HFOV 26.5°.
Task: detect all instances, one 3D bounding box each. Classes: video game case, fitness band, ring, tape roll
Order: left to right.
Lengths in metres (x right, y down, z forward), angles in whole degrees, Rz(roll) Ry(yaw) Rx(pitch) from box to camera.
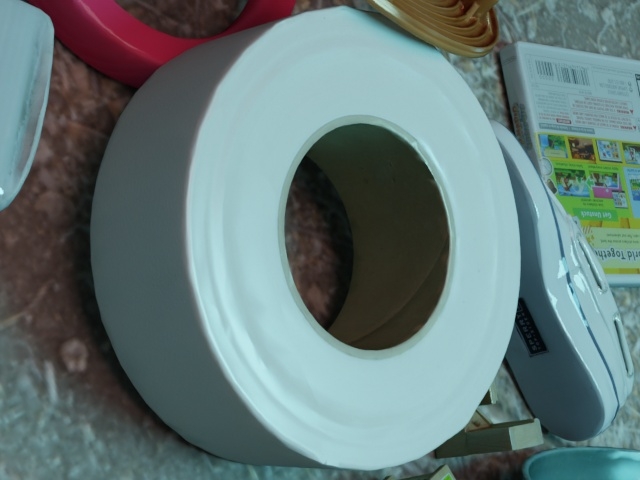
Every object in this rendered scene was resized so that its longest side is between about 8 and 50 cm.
[{"bbox_3d":[-0.135,-0.234,0.891,0.291,0.054,0.209,54,52,-11],"label":"fitness band"},{"bbox_3d":[0.000,0.000,0.852,0.286,0.100,0.286,6,81,-41],"label":"tape roll"},{"bbox_3d":[0.010,-0.258,0.924,0.336,0.032,0.337,38,25,-21],"label":"ring"},{"bbox_3d":[0.255,-0.061,1.168,0.227,0.026,0.206,1,74,-40],"label":"video game case"}]

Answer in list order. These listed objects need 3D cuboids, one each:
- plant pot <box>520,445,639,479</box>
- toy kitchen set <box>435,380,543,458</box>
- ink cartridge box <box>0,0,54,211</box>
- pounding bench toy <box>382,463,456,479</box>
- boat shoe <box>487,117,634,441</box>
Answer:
[{"bbox_3d":[0.262,0.277,0.912,0.293,0.293,0.196,5,98,-39],"label":"plant pot"},{"bbox_3d":[0.124,0.107,0.964,0.068,0.075,0.083,-3,81,-41],"label":"toy kitchen set"},{"bbox_3d":[-0.338,-0.066,0.486,0.385,0.308,0.091,23,60,-32],"label":"ink cartridge box"},{"bbox_3d":[0.066,0.200,0.891,0.052,0.065,0.083,-35,98,-42],"label":"pounding bench toy"},{"bbox_3d":[0.166,0.022,1.029,0.084,0.095,0.258,-32,107,-45],"label":"boat shoe"}]
